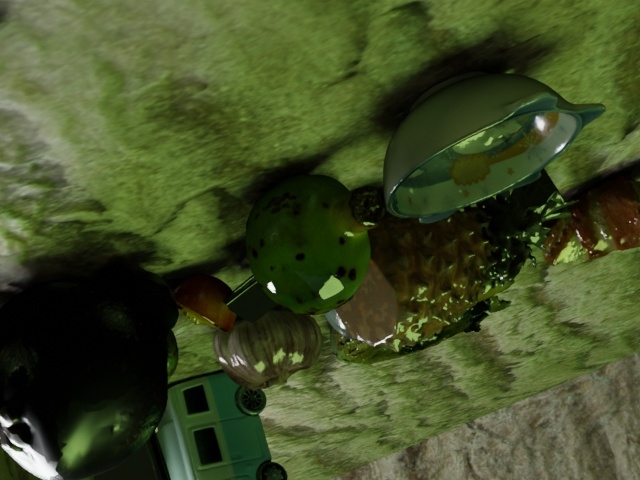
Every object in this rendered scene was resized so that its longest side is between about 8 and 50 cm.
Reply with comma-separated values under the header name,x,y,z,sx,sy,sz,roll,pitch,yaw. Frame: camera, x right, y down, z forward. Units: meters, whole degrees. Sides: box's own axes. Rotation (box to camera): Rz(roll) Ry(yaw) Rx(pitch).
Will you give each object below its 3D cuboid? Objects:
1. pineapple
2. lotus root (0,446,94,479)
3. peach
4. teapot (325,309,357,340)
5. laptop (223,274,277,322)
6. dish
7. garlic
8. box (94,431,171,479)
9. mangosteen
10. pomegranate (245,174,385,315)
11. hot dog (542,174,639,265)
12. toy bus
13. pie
name,x,y,z,sx,sy,sz,roll,pitch,yaw
pineapple,0.177,0.008,1.424,0.340,0.169,0.169,-23,165,-31
lotus root,-0.410,0.319,1.511,0.149,0.260,0.267,-29,160,27
peach,-0.140,0.069,1.405,0.061,0.098,0.098,-64,165,-11
teapot,0.080,0.057,1.544,0.149,0.111,0.108,-10,146,-14
laptop,-0.022,0.023,1.396,0.197,0.016,0.135,-38,163,-1
dish,0.152,-0.108,1.178,0.228,0.086,0.236,-2,154,-47
garlic,-0.069,0.153,1.661,0.147,0.102,0.159,-32,159,28
box,-0.304,0.324,1.710,0.163,0.243,0.135,-16,149,-10
mangosteen,-0.251,0.137,1.267,0.243,0.243,0.243,-19,162,-6
pomegranate,-0.013,0.003,1.222,0.122,0.143,0.169,-12,169,-23
hot dog,0.399,-0.033,1.651,0.213,0.103,0.146,-16,-175,16
toy bus,-0.158,0.348,1.860,0.164,0.271,0.133,-7,157,-28
pie,0.154,0.112,1.830,0.296,0.078,0.371,-20,163,1
